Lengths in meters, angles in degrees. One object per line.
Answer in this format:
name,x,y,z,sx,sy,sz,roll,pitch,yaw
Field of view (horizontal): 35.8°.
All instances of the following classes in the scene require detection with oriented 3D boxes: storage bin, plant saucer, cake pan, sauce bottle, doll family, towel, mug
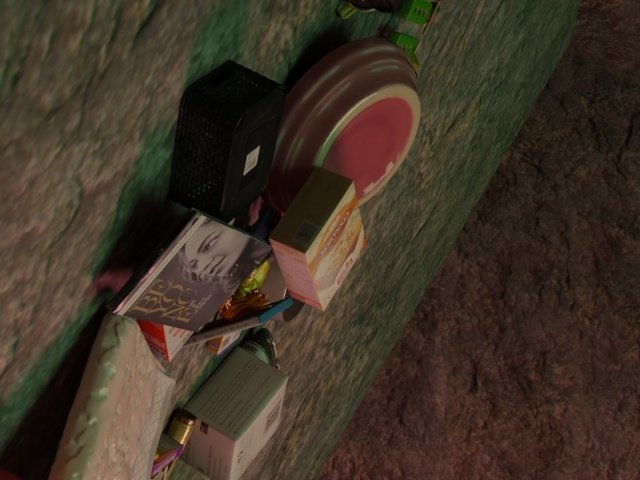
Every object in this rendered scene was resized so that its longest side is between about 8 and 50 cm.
storage bin,-0.120,-0.124,1.278,0.122,0.084,0.180,-46,157,-47
plant saucer,0.046,-0.161,1.588,0.332,0.084,0.332,-36,150,-25
cake pan,-0.037,0.025,1.811,0.293,0.054,0.293,90,26,-61
sauce bottle,-0.259,0.358,1.732,0.128,0.042,0.042,-63,165,6
doll family,-0.117,0.032,1.486,0.163,0.118,0.263,-56,164,-22
towel,-0.284,0.296,1.342,0.317,0.053,0.332,79,22,-67
mug,0.064,-0.377,1.524,0.064,0.078,0.062,-26,109,-79

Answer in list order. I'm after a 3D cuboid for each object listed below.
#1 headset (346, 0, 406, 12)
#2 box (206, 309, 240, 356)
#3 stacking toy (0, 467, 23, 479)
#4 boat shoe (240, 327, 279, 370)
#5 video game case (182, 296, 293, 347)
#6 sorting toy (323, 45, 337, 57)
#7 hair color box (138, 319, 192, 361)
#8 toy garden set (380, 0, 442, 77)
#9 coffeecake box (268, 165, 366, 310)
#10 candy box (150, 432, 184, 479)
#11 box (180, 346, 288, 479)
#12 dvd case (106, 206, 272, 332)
headset,0.098,-0.406,1.311,0.394,0.185,0.243,-29,144,-52
box,-0.156,0.136,1.716,0.081,0.028,0.136,-37,153,-60
stacking toy,-0.278,0.348,0.813,0.350,0.480,0.350,-54,163,-26
boat shoe,-0.112,0.251,1.962,0.070,0.077,0.219,-52,160,-30
video game case,-0.138,0.131,1.569,0.119,0.166,0.015,-29,99,-65
sorting toy,0.033,-0.239,1.612,0.132,0.046,0.274,-57,152,13
hair color box,-0.212,0.088,1.399,0.093,0.053,0.167,-52,160,-31
toy garden set,0.162,-0.391,1.819,0.244,0.049,0.204,-67,162,15
coffeecake box,0.000,0.000,1.523,0.142,0.068,0.185,-57,157,-22
candy box,-0.299,0.381,1.618,0.109,0.053,0.186,-63,164,2
box,-0.162,0.332,1.853,0.182,0.119,0.181,-49,160,-39
dvd case,-0.163,0.045,1.298,0.164,0.018,0.221,-48,156,6
